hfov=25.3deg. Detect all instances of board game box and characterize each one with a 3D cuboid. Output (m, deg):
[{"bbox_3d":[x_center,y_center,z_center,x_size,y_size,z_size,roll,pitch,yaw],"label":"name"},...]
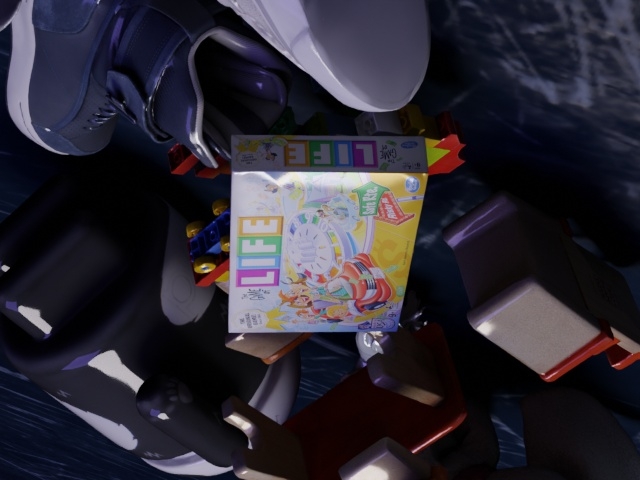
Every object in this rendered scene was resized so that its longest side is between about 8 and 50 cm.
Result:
[{"bbox_3d":[0.000,0.000,0.805,0.104,0.026,0.154,0,144,-4],"label":"board game box"}]

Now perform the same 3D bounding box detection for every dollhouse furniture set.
[{"bbox_3d":[0.069,0.092,0.927,0.259,0.262,0.135,-36,134,25],"label":"dollhouse furniture set"}]

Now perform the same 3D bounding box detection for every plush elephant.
[{"bbox_3d":[0.104,0.224,1.110,0.255,0.272,0.330,39,137,24],"label":"plush elephant"}]

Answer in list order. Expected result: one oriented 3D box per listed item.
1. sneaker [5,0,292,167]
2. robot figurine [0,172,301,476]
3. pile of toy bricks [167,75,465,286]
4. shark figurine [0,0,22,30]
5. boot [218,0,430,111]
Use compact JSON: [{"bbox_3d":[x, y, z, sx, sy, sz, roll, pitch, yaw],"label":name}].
[{"bbox_3d":[-0.103,-0.084,0.848,0.163,0.086,0.226,34,156,10],"label":"sneaker"},{"bbox_3d":[-0.137,0.072,1.113,0.174,0.209,0.278,-14,138,33],"label":"robot figurine"},{"bbox_3d":[0.004,-0.052,0.870,0.105,0.118,0.212,6,151,-38],"label":"pile of toy bricks"},{"bbox_3d":[-0.208,-0.166,0.759,0.116,0.166,0.278,27,119,25],"label":"shark figurine"},{"bbox_3d":[-0.052,-0.164,0.699,0.123,0.095,0.258,5,142,45],"label":"boot"}]
